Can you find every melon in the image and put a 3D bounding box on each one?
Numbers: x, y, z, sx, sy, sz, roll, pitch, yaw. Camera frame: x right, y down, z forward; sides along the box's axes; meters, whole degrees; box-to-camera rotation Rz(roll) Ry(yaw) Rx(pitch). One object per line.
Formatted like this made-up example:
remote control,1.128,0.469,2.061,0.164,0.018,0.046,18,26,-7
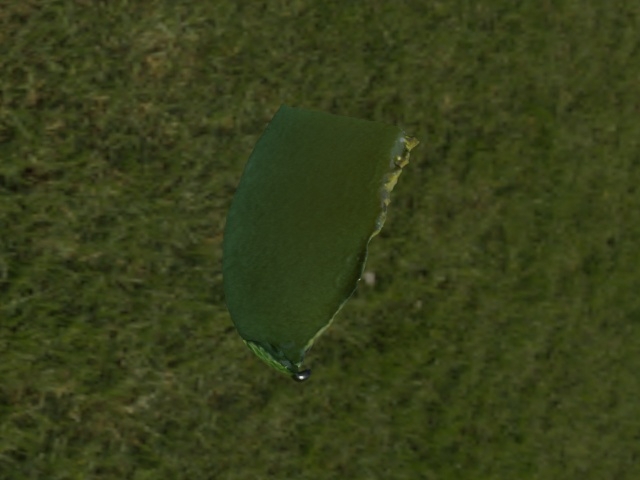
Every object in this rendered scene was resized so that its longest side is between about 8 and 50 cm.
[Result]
melon,0.000,0.000,0.700,0.261,0.114,0.053,-78,151,-53
